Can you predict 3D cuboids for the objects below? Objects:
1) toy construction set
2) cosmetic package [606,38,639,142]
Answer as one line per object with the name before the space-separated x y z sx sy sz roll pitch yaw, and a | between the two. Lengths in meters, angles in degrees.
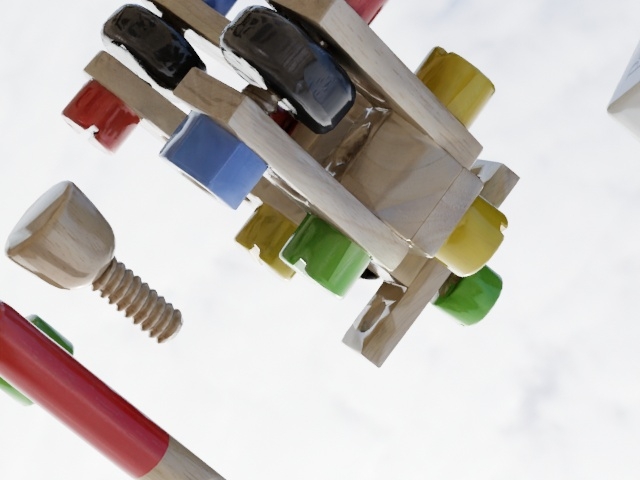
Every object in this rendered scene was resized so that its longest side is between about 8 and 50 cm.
toy construction set | 0.000 0.000 0.721 0.257 0.237 0.309 -17 -144 51
cosmetic package | 0.377 -0.200 0.859 0.453 0.161 0.230 -44 -168 53
